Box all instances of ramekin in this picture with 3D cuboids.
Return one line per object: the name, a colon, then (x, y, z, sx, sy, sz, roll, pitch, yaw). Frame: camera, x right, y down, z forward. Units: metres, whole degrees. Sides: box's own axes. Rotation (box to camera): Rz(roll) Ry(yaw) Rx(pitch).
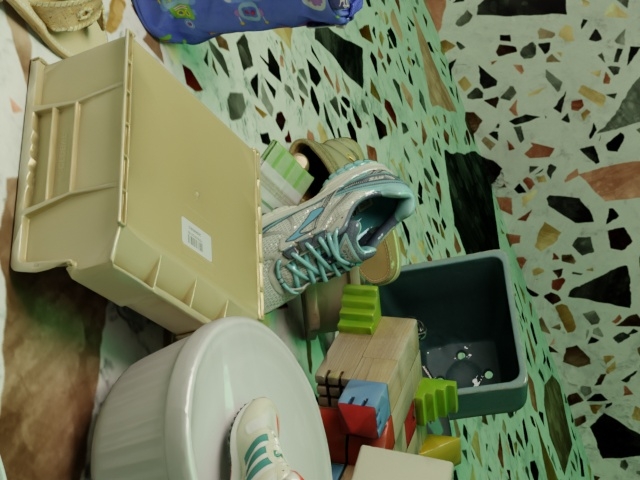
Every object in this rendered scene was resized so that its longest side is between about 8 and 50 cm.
ramekin: (-0.102, 0.215, 0.928, 0.273, 0.127, 0.273, 48, 33, -47)

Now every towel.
towel: (-0.078, -0.046, 1.267, 0.152, 0.023, 0.113, -56, 146, -7)

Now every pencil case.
pencil case: (-0.084, -0.310, 1.190, 0.119, 0.306, 0.133, -43, 126, -51)

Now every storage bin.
storage bin: (-0.175, -0.032, 1.009, 0.262, 0.123, 0.260, 43, 38, -53)

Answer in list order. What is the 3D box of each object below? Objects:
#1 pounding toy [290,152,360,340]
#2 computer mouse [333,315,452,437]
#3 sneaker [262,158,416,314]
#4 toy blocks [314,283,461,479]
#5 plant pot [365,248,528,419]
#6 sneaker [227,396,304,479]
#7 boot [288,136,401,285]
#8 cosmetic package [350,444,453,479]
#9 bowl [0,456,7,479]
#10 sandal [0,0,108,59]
pounding toy: (-0.032, 0.013, 1.397, 0.154, 0.155, 0.269, -168, -109, -82)
computer mouse: (0.112, 0.249, 1.476, 0.184, 0.060, 0.262, -6, 81, -25)
sneaker: (0.000, 0.000, 1.235, 0.122, 0.283, 0.110, 30, -23, 56)
toy blocks: (0.058, 0.287, 1.266, 0.261, 0.191, 0.381, -55, 143, -55)
plant pot: (0.234, 0.197, 1.699, 0.252, 0.247, 0.247, 59, 24, -57)
sneaker: (-0.039, 0.198, 0.818, 0.057, 0.075, 0.161, 57, 28, -33)
boot: (0.038, -0.043, 1.569, 0.203, 0.095, 0.262, -12, 85, -69)
cosmetic package: (0.061, 0.369, 0.995, 0.309, 0.113, 0.160, -61, 157, -62)
bowl: (-0.312, 0.171, 0.511, 0.298, 0.134, 0.298, 48, 34, -47)
sandal: (-0.264, -0.254, 1.002, 0.240, 0.079, 0.088, 30, 48, -61)
